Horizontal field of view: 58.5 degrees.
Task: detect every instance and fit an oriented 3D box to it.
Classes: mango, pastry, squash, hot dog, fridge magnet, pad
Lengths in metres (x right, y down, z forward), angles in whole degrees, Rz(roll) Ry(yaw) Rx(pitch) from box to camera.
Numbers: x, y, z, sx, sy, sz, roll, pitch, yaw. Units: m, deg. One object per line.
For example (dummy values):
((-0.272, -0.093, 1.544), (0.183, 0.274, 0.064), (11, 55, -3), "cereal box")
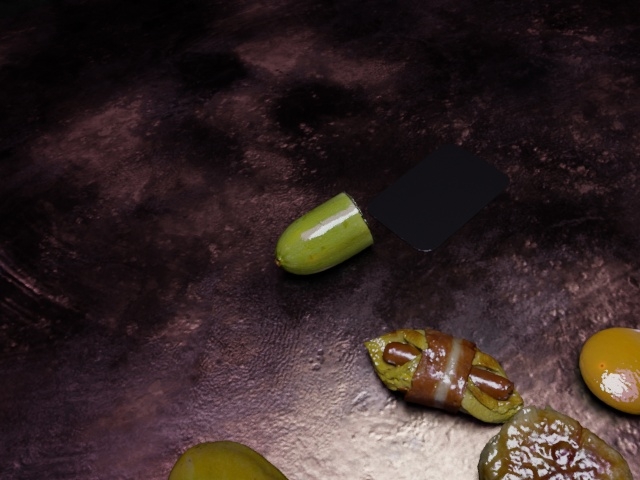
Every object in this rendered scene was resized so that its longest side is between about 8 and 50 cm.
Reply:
((-0.104, 0.378, 0.784), (0.251, 0.114, 0.156), (23, 52, 25), "mango")
((0.311, 0.329, 0.768), (0.182, 0.093, 0.192), (-38, 52, -18), "pastry")
((0.000, 0.000, 1.060), (0.187, 0.123, 0.123), (-32, 54, -11), "squash")
((0.187, 0.199, 0.888), (0.262, 0.093, 0.123), (12, 56, 17), "hot dog")
((0.467, 0.197, 0.864), (0.143, 0.063, 0.143), (-4, 50, 5), "fridge magnet")
((0.240, -0.095, 1.163), (0.267, 0.004, 0.181), (-37, 56, -19), "pad")
